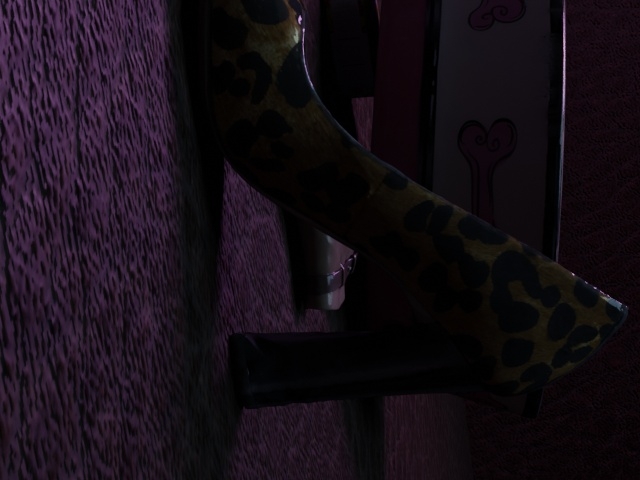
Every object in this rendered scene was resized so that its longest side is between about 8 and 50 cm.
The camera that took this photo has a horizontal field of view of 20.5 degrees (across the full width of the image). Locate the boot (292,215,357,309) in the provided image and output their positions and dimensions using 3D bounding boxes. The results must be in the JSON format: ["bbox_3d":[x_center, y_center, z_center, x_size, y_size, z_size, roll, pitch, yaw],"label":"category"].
[{"bbox_3d":[0.000,0.000,1.098,0.118,0.042,0.087,25,66,-75],"label":"boot"}]

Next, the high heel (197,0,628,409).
[{"bbox_3d":[0.041,-0.053,0.832,0.093,0.186,0.261,-49,133,-81],"label":"high heel"}]

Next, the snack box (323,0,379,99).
[{"bbox_3d":[0.028,-0.200,1.535,0.141,0.037,0.100,-86,169,-54],"label":"snack box"}]

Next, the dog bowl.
[{"bbox_3d":[0.121,-0.054,1.519,0.408,0.150,0.408,2,90,-86],"label":"dog bowl"}]
